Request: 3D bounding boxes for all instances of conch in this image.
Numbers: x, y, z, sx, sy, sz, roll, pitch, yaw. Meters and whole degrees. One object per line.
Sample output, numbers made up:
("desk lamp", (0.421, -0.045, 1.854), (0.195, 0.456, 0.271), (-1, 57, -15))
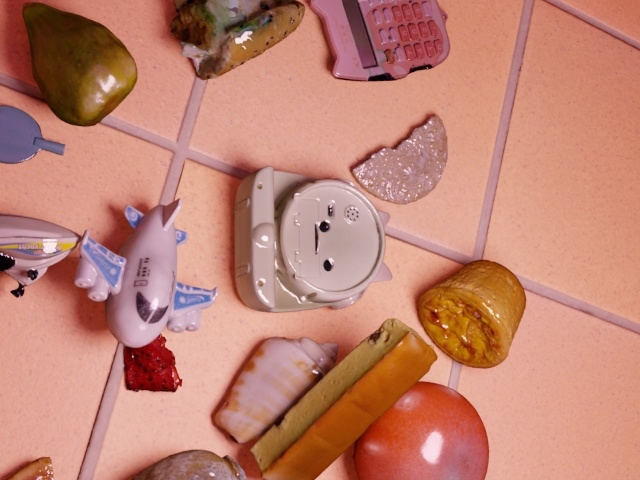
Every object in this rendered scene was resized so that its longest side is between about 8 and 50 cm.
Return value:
("conch", (-0.061, 0.263, 1.753), (0.255, 0.127, 0.158), (-45, 102, -24))

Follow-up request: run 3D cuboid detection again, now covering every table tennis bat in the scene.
("table tennis bat", (-0.514, -0.176, 1.674), (0.155, 0.019, 0.100), (13, 75, -21))

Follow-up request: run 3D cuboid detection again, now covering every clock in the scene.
("clock", (0.000, 0.000, 1.838), (0.324, 0.108, 0.265), (2, 80, -26))

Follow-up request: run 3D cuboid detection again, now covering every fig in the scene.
("fig", (-0.414, -0.300, 1.683), (0.167, 0.167, 0.233), (-21, 54, -27))

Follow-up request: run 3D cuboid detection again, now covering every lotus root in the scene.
("lotus root", (-0.267, 0.468, 1.603), (0.349, 0.175, 0.175), (-36, 97, -27))

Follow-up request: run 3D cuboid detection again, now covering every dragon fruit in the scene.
("dragon fruit", (-0.284, 0.200, 1.693), (0.097, 0.063, 0.131), (-1, 82, -26))

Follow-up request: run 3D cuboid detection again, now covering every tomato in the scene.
("tomato", (0.187, 0.389, 1.800), (0.255, 0.224, 0.256), (-2, 94, -37))

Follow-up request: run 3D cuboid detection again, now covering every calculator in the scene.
("calculator", (0.132, -0.435, 2.014), (0.329, 0.048, 0.220), (-16, 87, -29))

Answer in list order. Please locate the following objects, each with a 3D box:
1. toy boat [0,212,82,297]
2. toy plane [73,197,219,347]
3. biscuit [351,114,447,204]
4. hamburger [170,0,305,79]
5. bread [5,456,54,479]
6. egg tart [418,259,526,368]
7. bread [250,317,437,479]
("toy boat", (-0.526, 0.018, 1.574), (0.269, 0.140, 0.141), (12, 76, -25))
("toy plane", (-0.293, 0.056, 1.663), (0.266, 0.122, 0.267), (16, 62, -34))
("biscuit", (0.184, -0.149, 1.994), (0.250, 0.032, 0.133), (-34, 97, -27))
("hamburger", (-0.144, -0.425, 1.808), (0.288, 0.192, 0.168), (-38, 108, -25))
("bread", (-0.486, 0.436, 1.562), (0.135, 0.054, 0.154), (-8, 79, -28))
("egg tart", (0.311, 0.138, 1.930), (0.147, 0.202, 0.203), (-41, 100, -39))
("bread", (0.045, 0.284, 1.706), (0.361, 0.077, 0.138), (-45, 141, 9))
